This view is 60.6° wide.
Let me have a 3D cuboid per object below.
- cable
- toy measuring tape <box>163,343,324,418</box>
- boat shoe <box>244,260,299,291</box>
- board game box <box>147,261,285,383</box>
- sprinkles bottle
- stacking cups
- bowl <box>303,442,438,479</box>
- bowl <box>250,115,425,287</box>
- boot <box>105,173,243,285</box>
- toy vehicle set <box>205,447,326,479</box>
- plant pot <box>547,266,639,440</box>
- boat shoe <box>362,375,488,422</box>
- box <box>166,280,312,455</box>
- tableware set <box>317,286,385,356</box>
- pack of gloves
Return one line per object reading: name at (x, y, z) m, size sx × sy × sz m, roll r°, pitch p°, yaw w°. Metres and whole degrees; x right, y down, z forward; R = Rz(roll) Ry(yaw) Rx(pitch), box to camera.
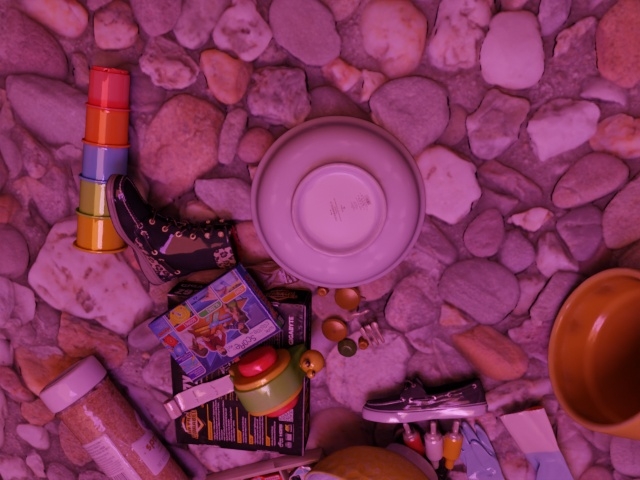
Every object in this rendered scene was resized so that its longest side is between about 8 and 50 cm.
cable at (0.219, 0.454, 1.051) m, size 0.140 × 0.072 × 0.286 m, roll -7°, pitch 107°, yaw 21°
toy measuring tape at (-0.145, 0.264, 0.946) m, size 0.330 × 0.121 × 0.121 m, roll -23°, pitch 102°, yaw 14°
boat shoe at (-0.097, 0.063, 0.994) m, size 0.136 × 0.045 × 0.050 m, roll -5°, pitch 102°, yaw 6°
board game box at (-0.182, 0.147, 0.957) m, size 0.201 × 0.035 × 0.136 m, roll -32°, pitch 100°, yaw 15°
sprinkles bottle at (-0.402, 0.403, 1.099) m, size 0.121 × 0.121 × 0.355 m, roll -31°, pitch 100°, yaw 15°
stacking cups at (-0.380, -0.138, 0.949) m, size 0.096 × 0.096 × 0.315 m, roll 9°, pitch 107°, yaw 5°
bowl at (0.129, 0.471, 1.002) m, size 0.290 × 0.156 × 0.289 m, roll 28°, pitch 140°, yaw 27°
bowl at (0.028, -0.052, 0.871) m, size 0.298 × 0.134 × 0.297 m, roll 0°, pitch 99°, yaw 1°
boot at (-0.246, -0.026, 0.947) m, size 0.179 × 0.085 × 0.236 m, roll -8°, pitch 130°, yaw 8°
toy vehicle set at (-0.093, 0.538, 1.139) m, size 0.267 × 0.035 × 0.165 m, roll -19°, pitch 103°, yaw 13°
plant pot at (0.536, 0.193, 0.852) m, size 0.239 × 0.254 × 0.253 m, roll 18°, pitch 109°, yaw -13°
boat shoe at (0.188, 0.288, 1.009) m, size 0.229 × 0.080 × 0.075 m, roll -7°, pitch 85°, yaw 14°
box at (-0.149, 0.244, 1.040) m, size 0.258 × 0.079 × 0.321 m, roll 3°, pitch 107°, yaw 9°
tableware set at (0.045, 0.143, 1.012) m, size 0.104 × 0.024 × 0.154 m, roll -27°, pitch 102°, yaw 18°
pack of gloves at (0.367, 0.422, 1.047) m, size 0.195 × 0.046 × 0.231 m, roll -20°, pitch 101°, yaw 26°
